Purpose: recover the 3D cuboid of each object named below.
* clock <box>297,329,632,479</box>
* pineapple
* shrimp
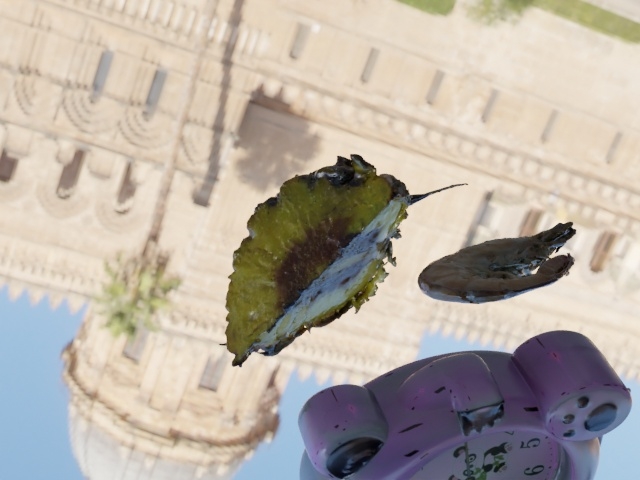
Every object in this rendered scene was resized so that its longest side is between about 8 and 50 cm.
[{"bbox_3d":[0.104,0.182,0.826,0.247,0.228,0.090,-7,-145,-14],"label":"clock"},{"bbox_3d":[0.003,0.002,1.334,0.158,0.335,0.161,12,-148,-47],"label":"pineapple"},{"bbox_3d":[0.206,0.025,1.106,0.236,0.053,0.133,-15,-173,-37],"label":"shrimp"}]
